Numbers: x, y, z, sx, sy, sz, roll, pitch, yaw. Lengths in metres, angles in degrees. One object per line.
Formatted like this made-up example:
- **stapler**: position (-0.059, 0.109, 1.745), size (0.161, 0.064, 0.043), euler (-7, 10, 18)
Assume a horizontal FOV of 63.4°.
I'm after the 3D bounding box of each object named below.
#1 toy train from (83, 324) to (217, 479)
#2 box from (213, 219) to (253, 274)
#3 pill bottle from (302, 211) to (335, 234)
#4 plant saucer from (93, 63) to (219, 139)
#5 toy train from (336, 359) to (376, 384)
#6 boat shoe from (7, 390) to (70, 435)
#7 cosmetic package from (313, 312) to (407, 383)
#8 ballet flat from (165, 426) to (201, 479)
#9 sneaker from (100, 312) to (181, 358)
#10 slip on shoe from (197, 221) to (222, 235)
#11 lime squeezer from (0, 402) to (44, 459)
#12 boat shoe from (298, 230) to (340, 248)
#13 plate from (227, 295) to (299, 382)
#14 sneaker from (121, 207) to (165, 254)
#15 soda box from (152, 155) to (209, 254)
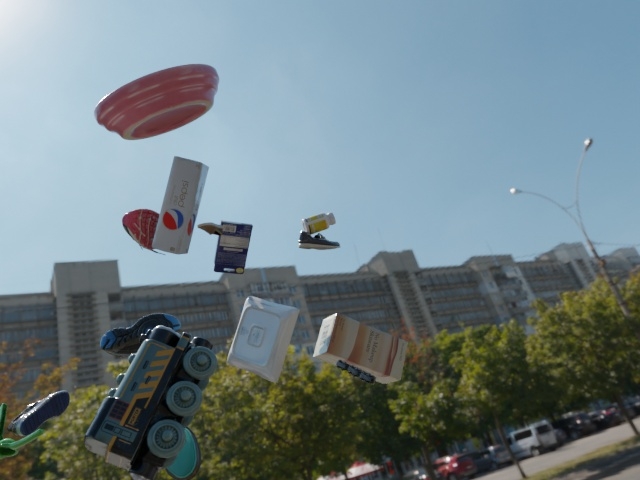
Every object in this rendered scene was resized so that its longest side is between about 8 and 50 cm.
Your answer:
- **toy train**: position (-0.357, 0.339, 1.125), size (0.190, 0.334, 0.142), euler (25, -41, -7)
- **box**: position (-0.375, 0.032, 2.204), size (0.136, 0.036, 0.225), euler (7, -74, -20)
- **pill bottle**: position (-0.005, -0.066, 1.927), size (0.116, 0.065, 0.065), euler (-19, -25, -12)
- **plant saucer**: position (-0.409, -0.347, 1.347), size (0.332, 0.084, 0.332), euler (-23, 6, 3)
- **toy train**: position (0.101, 0.367, 1.443), size (0.036, 0.027, 0.158), euler (27, -9, -35)
- **boat shoe**: position (-0.770, 0.465, 1.417), size (0.066, 0.066, 0.183), euler (-5, 9, 17)
- **cosmetic package**: position (0.144, 0.387, 1.844), size (0.296, 0.153, 0.129), euler (23, -27, -15)
- **ballet flat**: position (-0.365, 0.495, 1.291), size (0.095, 0.280, 0.096), euler (-36, -44, -19)
- **sneaker**: position (-0.745, 0.407, 2.199), size (0.341, 0.125, 0.139), euler (-14, -39, 4)
- **slip on shoe**: position (-0.432, -0.043, 2.041), size (0.051, 0.041, 0.135), euler (-12, -10, 21)
- **lime squeezer**: position (-0.778, 0.497, 1.302), size (0.310, 0.110, 0.059), euler (-3, -53, 45)
- **boat shoe**: position (0.000, 0.000, 1.940), size (0.075, 0.065, 0.206), euler (-12, -12, 43)
- **plate**: position (-0.230, 0.359, 1.943), size (0.278, 0.277, 0.045), euler (8, -13, 39)
- **sneaker**: position (-0.556, -0.022, 1.657), size (0.112, 0.121, 0.299), euler (8, -13, 8)
- **soda box**: position (-0.322, -0.079, 1.195), size (0.069, 0.216, 0.074), euler (14, 1, 0)
